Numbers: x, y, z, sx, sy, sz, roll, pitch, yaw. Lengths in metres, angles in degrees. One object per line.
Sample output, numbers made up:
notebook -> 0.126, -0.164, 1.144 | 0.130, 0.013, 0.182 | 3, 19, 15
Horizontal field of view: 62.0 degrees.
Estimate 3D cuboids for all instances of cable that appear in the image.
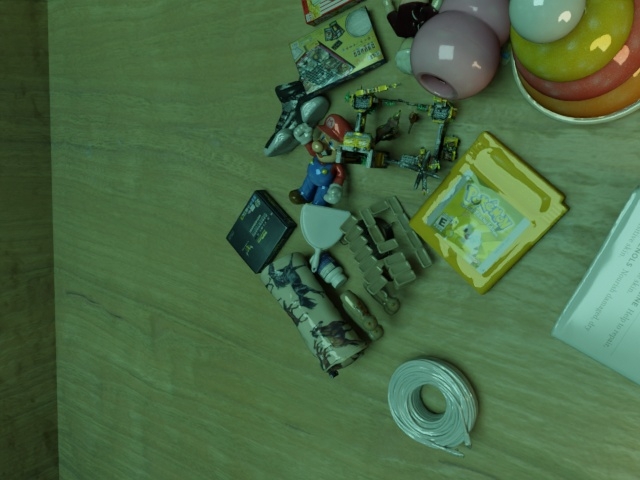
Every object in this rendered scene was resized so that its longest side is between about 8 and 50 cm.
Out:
cable -> 0.316, 0.454, 1.506 | 0.257, 0.089, 0.256 | 4, 99, 36

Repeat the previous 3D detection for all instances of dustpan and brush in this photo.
dustpan and brush -> 0.000, 0.000, 1.606 | 0.148, 0.060, 0.211 | 10, 98, -5

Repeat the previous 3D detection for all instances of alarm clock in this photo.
alarm clock -> 0.133, -0.003, 1.582 | 0.192, 0.064, 0.129 | 2, 99, 39

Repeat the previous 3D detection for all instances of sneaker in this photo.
sneaker -> -0.103, -0.390, 1.666 | 0.269, 0.101, 0.153 | -41, 73, 27

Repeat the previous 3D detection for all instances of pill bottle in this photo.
pill bottle -> 0.026, 0.091, 1.667 | 0.120, 0.067, 0.067 | 48, 121, 20

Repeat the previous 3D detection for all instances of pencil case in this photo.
pencil case -> -0.024, 0.217, 1.659 | 0.160, 0.183, 0.410 | -36, 69, -3

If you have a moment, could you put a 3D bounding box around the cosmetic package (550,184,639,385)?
cosmetic package -> 0.727, 0.115, 1.007 | 0.394, 0.329, 0.327 | 31, 114, 27

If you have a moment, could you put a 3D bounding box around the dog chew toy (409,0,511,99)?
dog chew toy -> 0.352, -0.499, 1.244 | 0.207, 0.207, 0.331 | 28, 86, 29

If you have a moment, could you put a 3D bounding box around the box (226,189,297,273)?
box -> -0.206, -0.029, 1.819 | 0.183, 0.059, 0.232 | 48, 121, 19

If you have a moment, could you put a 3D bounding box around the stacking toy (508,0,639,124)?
stacking toy -> 0.483, -0.405, 1.004 | 0.351, 0.480, 0.350 | 7, 101, 34

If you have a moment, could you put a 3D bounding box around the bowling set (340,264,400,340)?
bowling set -> 0.174, 0.173, 1.514 | 0.200, 0.287, 0.154 | -40, 79, -2

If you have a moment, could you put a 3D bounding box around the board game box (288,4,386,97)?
board game box -> 0.047, -0.535, 1.522 | 0.244, 0.042, 0.164 | -20, 85, 18

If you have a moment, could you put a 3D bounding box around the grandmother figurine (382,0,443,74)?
grandmother figurine -> 0.247, -0.610, 1.385 | 0.208, 0.104, 0.342 | 25, 117, 60

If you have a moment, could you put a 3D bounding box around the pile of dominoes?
pile of dominoes -> 0.176, 0.018, 1.491 | 0.040, 0.196, 0.251 | 89, 158, -67

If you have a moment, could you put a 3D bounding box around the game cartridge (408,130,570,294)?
game cartridge -> 0.421, -0.068, 1.369 | 0.285, 0.053, 0.323 | 47, 122, 20

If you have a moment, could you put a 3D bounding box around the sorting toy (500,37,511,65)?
sorting toy -> 0.440, -0.478, 1.312 | 0.083, 0.012, 0.062 | 42, 119, 23

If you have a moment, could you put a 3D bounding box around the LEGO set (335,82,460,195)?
LEGO set -> 0.185, -0.279, 1.377 | 0.332, 0.192, 0.254 | 21, 104, 19

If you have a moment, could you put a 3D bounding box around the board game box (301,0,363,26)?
board game box -> 0.030, -0.733, 1.545 | 0.194, 0.045, 0.146 | -13, 90, 36

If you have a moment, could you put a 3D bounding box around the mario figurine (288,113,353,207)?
mario figurine -> -0.010, -0.224, 1.574 | 0.198, 0.170, 0.320 | 20, 121, -4
